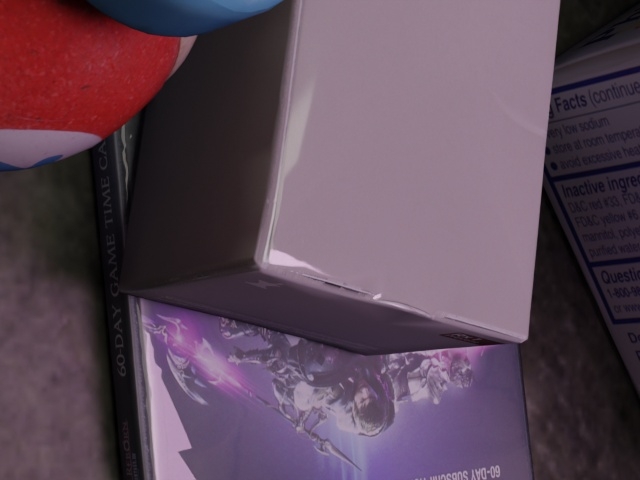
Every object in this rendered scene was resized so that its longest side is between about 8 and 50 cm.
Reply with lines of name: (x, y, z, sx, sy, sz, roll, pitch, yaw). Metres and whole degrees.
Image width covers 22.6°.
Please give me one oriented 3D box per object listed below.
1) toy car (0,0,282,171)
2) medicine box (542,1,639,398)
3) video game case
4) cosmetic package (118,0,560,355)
toy car: (-0.165, -0.069, 0.421, 0.238, 0.219, 0.210, -47, 111, -30)
medicine box: (0.272, -0.013, 0.783, 0.263, 0.149, 0.289, -34, 105, -35)
video game case: (0.000, 0.000, 0.655, 0.196, 0.026, 0.274, -2, 86, -37)
cosmetic package: (0.015, -0.082, 0.602, 0.127, 0.107, 0.238, 19, 75, -34)
